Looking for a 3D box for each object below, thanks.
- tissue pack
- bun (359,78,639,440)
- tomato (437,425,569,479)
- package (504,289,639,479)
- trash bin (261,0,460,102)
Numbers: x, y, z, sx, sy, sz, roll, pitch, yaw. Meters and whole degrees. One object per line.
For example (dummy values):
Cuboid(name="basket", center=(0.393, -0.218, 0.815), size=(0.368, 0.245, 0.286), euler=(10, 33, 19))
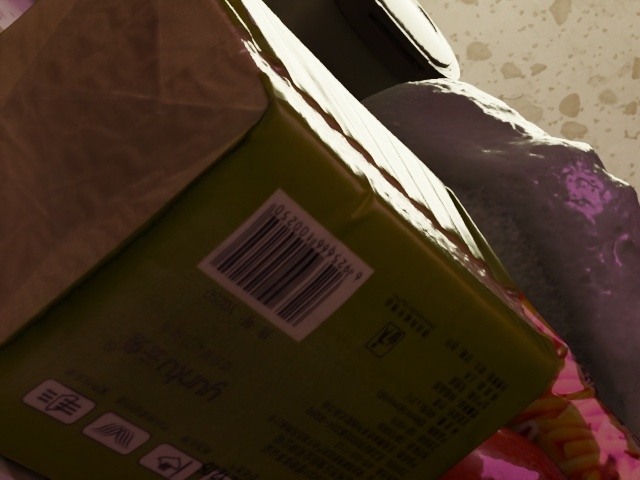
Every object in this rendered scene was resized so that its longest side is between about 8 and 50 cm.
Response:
Cuboid(name="tissue pack", center=(-0.047, 0.018, 0.731), size=(0.274, 0.200, 0.167), euler=(40, 15, -50))
Cuboid(name="bun", center=(0.134, 0.040, 1.232), size=(0.354, 0.194, 0.354), euler=(34, -37, 31))
Cuboid(name="tomato", center=(0.074, 0.165, 0.865), size=(0.167, 0.167, 0.167), euler=(49, 8, -10))
Cuboid(name="package", center=(0.148, 0.184, 1.069), size=(0.108, 0.223, 0.288), euler=(-12, 59, -42))
Cuboid(name="trash bin", center=(-0.019, -0.190, 1.613), size=(0.220, 0.250, 0.219), euler=(45, 11, -31))
